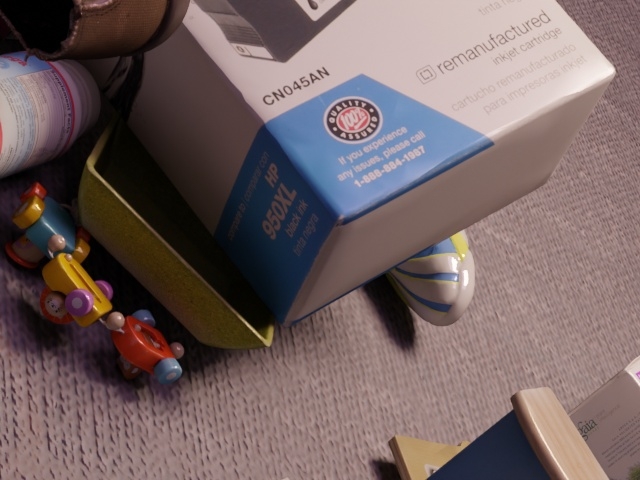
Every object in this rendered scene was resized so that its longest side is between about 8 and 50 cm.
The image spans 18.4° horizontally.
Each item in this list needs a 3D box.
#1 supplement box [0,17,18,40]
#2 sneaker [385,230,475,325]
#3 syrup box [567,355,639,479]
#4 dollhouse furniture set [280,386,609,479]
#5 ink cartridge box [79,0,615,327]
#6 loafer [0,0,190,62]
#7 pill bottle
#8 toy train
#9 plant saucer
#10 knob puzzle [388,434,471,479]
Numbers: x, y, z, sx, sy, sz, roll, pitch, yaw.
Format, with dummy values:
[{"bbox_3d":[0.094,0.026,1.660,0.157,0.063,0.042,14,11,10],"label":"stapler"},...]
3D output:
[{"bbox_3d":[-0.233,-0.194,1.618,0.083,0.043,0.055,-5,57,-56],"label":"supplement box"},{"bbox_3d":[0.042,-0.020,1.748,0.126,0.091,0.240,7,39,-34],"label":"sneaker"},{"bbox_3d":[0.334,0.224,1.809,0.237,0.093,0.096,53,29,12],"label":"syrup box"},{"bbox_3d":[0.067,0.256,1.294,0.303,0.198,0.286,-1,54,-54],"label":"dollhouse furniture set"},{"bbox_3d":[-0.017,-0.176,1.531,0.285,0.166,0.395,-29,71,-29],"label":"ink cartridge box"},{"bbox_3d":[-0.233,-0.262,1.278,0.366,0.134,0.130,46,34,-1],"label":"loafer"},{"bbox_3d":[-0.230,-0.092,1.445,0.087,0.087,0.160,51,28,7],"label":"pill bottle"},{"bbox_3d":[-0.169,0.036,1.418,0.166,0.046,0.125,57,13,28],"label":"toy train"},{"bbox_3d":[-0.113,-0.001,1.494,0.188,0.045,0.188,45,13,-11],"label":"plant saucer"},{"bbox_3d":[0.142,0.247,1.585,0.213,0.030,0.213,33,31,-23],"label":"knob puzzle"}]
